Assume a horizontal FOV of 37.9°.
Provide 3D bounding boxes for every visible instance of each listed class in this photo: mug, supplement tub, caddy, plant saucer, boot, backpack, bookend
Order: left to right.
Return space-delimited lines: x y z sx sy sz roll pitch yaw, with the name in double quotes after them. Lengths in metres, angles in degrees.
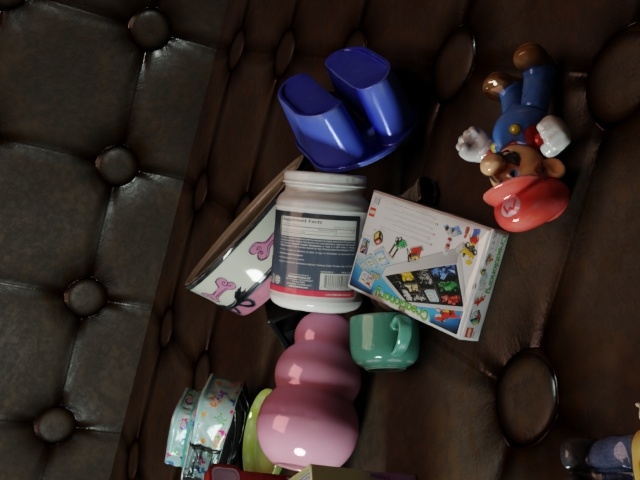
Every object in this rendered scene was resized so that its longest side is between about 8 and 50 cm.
-0.277 0.465 2.348 0.225 0.191 0.253 -67 -4 -69 "backpack"
-0.126 0.478 2.235 0.241 0.037 0.241 -39 45 54 "plant saucer"
-0.024 0.176 2.084 0.072 0.156 0.157 -104 -9 -46 "bookend"
0.000 0.000 1.873 0.191 0.191 0.272 -167 81 -66 "supplement tub"
0.060 -0.262 1.944 0.179 0.241 0.341 63 175 -30 "caddy"
0.115 0.187 1.700 0.158 0.129 0.097 40 -132 -70 "mug"
0.159 0.007 1.776 0.161 0.083 0.246 -31 51 55 "boot"

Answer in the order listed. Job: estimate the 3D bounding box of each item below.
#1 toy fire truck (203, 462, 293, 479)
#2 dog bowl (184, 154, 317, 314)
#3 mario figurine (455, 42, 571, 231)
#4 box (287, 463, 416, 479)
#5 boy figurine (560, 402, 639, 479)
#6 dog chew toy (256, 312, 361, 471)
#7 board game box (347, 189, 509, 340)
-0.112 0.603 1.875 0.169 0.254 0.302 -55 32 41 "toy fire truck"
-0.121 0.000 2.125 0.408 0.150 0.408 -46 10 10 "dog bowl"
0.293 -0.160 1.435 0.198 0.170 0.320 76 -164 -55 "mario figurine"
0.058 0.523 1.584 0.117 0.213 0.243 -48 38 48 "box"
0.405 0.275 1.091 0.285 0.092 0.177 146 134 -62 "boy figurine"
-0.010 0.295 1.880 0.206 0.206 0.332 -28 47 60 "dog chew toy"
0.181 0.037 1.648 0.305 0.053 0.193 24 101 50 "board game box"
